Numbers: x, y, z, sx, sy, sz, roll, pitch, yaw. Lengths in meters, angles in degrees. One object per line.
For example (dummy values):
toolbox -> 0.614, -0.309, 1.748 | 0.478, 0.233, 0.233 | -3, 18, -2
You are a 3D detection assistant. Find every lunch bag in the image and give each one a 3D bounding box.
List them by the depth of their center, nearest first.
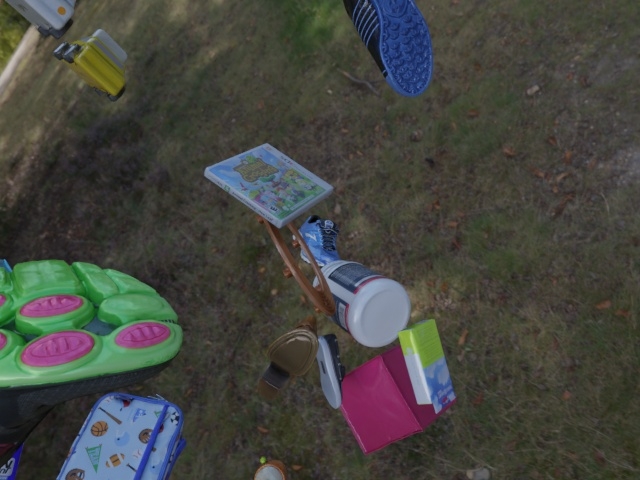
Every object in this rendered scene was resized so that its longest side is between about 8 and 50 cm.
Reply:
lunch bag -> -0.464, 0.518, 1.151 | 0.303, 0.243, 0.115 | -78, 1, -46

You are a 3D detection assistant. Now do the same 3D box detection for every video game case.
video game case -> -0.100, -0.123, 0.995 | 0.193, 0.212, 0.023 | 35, 127, 12

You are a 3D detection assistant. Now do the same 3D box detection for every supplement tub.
supplement tub -> 0.109, 0.169, 1.365 | 0.191, 0.191, 0.272 | -59, 29, -2

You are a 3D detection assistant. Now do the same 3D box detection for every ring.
ring -> -0.061, 0.034, 1.127 | 0.032, 0.336, 0.336 | -31, 45, 6

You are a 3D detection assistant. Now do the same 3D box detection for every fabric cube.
fabric cube -> 0.238, 0.499, 1.574 | 0.259, 0.258, 0.254 | -40, 70, 34

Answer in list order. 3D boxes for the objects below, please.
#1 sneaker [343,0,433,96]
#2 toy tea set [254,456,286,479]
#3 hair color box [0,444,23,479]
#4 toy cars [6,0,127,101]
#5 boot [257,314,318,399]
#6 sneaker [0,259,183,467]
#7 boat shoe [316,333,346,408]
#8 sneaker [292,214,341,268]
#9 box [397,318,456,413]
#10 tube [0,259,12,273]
sneaker -> 0.091, -0.317, 0.693 | 0.081, 0.232, 0.090 | -23, 11, -7
toy tea set -> -0.094, 0.810, 1.428 | 0.336, 0.124, 0.200 | 28, 86, 10
hair color box -> -0.763, 0.387, 1.109 | 0.185, 0.110, 0.339 | -22, 56, 28
toy cars -> -0.385, -0.330, 0.745 | 0.087, 0.176, 0.394 | -52, 1, -7
boot -> -0.047, 0.266, 1.236 | 0.220, 0.109, 0.283 | -47, -15, -52
sneaker -> -0.390, 0.168, 0.538 | 0.483, 0.202, 0.185 | -16, 42, -7
boat shoe -> 0.041, 0.387, 1.435 | 0.080, 0.076, 0.228 | -5, 101, 60
sneaker -> 0.000, 0.000, 1.700 | 0.147, 0.130, 0.330 | -61, 31, 15
box -> 0.233, 0.270, 1.037 | 0.042, 0.109, 0.178 | -19, 83, 38
tube -> -0.812, 0.064, 1.114 | 0.052, 0.207, 0.080 | -38, 74, 8
